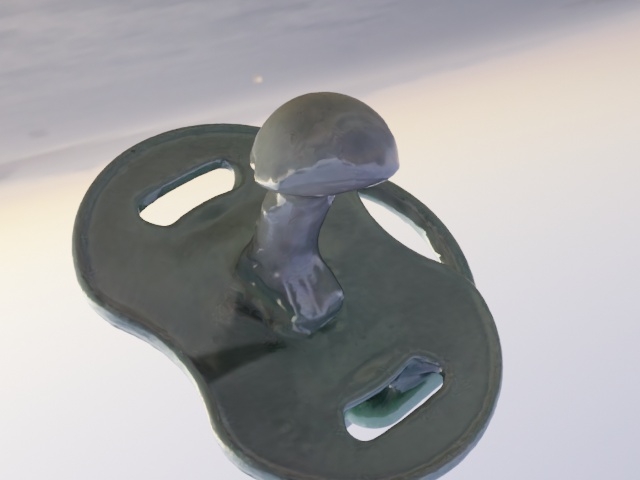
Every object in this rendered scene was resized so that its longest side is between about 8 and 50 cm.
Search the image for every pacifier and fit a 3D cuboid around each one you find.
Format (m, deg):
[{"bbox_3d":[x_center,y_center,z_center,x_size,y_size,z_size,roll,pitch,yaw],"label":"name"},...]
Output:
[{"bbox_3d":[0.000,0.000,0.380,0.127,0.150,0.116,-24,150,-32],"label":"pacifier"}]
